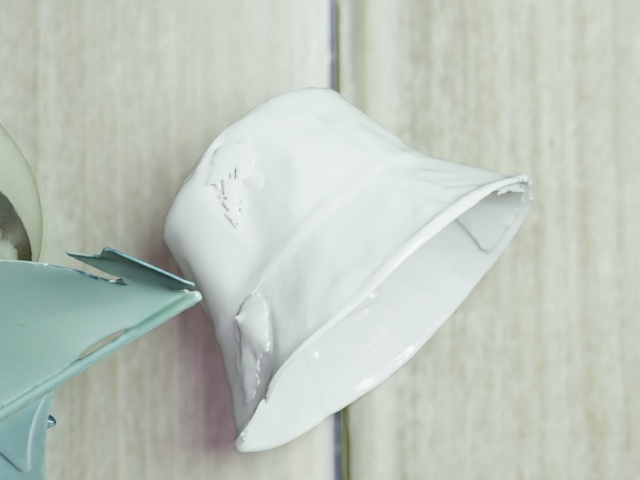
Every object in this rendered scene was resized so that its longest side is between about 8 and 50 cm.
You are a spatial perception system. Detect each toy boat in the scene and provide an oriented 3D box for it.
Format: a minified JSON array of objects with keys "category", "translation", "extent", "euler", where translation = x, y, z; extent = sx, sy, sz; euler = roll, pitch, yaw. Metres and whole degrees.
[{"category":"toy boat","translation":[-0.189,0.099,0.760],"extent":[0.292,0.070,0.210],"euler":[-13,130,2]}]

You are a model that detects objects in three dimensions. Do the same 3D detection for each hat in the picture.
[{"category":"hat","translation":[0.000,0.000,0.783],"extent":[0.203,0.203,0.126],"euler":[-40,72,-4]}]

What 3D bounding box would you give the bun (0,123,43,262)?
[{"category":"bun","translation":[-0.231,-0.019,0.771],"extent":[0.173,0.172,0.120],"euler":[-10,45,-5]}]
